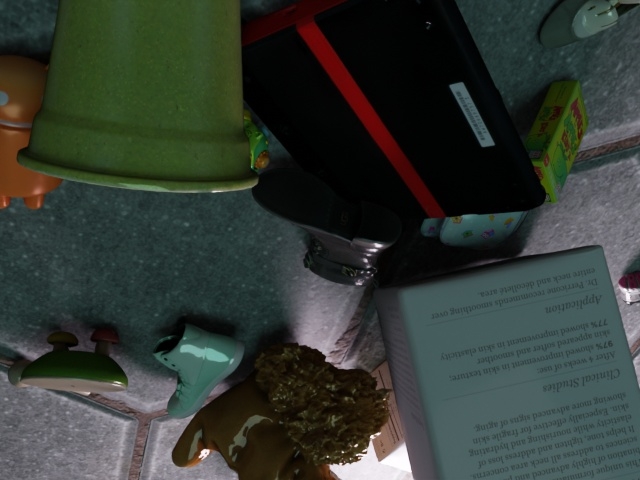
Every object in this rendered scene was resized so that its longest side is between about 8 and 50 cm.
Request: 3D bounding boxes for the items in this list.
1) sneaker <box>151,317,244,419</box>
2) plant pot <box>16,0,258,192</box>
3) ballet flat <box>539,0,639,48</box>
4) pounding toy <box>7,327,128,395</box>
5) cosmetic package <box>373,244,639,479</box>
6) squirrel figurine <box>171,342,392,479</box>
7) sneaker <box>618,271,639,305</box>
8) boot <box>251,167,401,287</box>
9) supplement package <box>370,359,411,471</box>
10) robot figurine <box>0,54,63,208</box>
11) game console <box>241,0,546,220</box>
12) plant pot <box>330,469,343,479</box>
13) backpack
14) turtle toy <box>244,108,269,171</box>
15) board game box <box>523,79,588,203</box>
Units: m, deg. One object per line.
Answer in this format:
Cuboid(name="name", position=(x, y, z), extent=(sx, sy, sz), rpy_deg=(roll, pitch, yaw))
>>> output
Cuboid(name="sneaker", position=(-0.280, 0.255, 1.120), extent=(0.151, 0.094, 0.256), rpy_deg=(29, 120, -22))
Cuboid(name="plant pot", position=(-0.194, -0.207, 0.648), extent=(0.276, 0.276, 0.254), rpy_deg=(4, 104, -16))
Cuboid(name="ballet flat", position=(0.420, -0.344, 0.798), extent=(0.213, 0.068, 0.072), rpy_deg=(-33, 128, 15))
Cuboid(name="pounding toy", position=(-0.465, 0.223, 1.059), extent=(0.183, 0.110, 0.237), rpy_deg=(22, 151, -40))
Cuboid(name="cosmetic package", position=(0.303, 0.240, 0.968), extent=(0.329, 0.327, 0.394), rpy_deg=(-11, 85, -3))
Cuboid(name="squirrel figurine", position=(-0.035, 0.419, 1.102), extent=(0.281, 0.370, 0.397), rpy_deg=(16, 111, -48))
Cuboid(name="sneaker", position=(0.746, 0.103, 1.241), extent=(0.170, 0.063, 0.075), rpy_deg=(-12, 130, 4))
Cuboid(name="boot", position=(0.000, 0.000, 0.942), extent=(0.263, 0.091, 0.229), rpy_deg=(23, 153, 0))
Cuboid(name="supplement package", position=(0.241, 0.412, 1.285), extent=(0.262, 0.204, 0.145), rpy_deg=(30, 115, -31))
Cuboid(name="robot figurine", position=(-0.402, -0.145, 0.737), extent=(0.158, 0.128, 0.219), rpy_deg=(23, 123, 0))
Cuboid(name="game console", position=(0.083, -0.160, 0.761), extent=(0.342, 0.060, 0.386), rpy_deg=(-4, 142, 40))
Cuboid(name="plant pot", position=(-0.045, 0.660, 1.485), extent=(0.237, 0.110, 0.237), rpy_deg=(-6, 129, -8))
Cuboid(name="backpack", position=(0.267, -0.071, 0.943), extent=(0.188, 0.144, 0.166), rpy_deg=(4, 123, -23))
Cuboid(name="turtle toy", position=(-0.118, -0.129, 0.840), extent=(0.066, 0.095, 0.130), rpy_deg=(13, 154, -34))
Cuboid(name="board game box", position=(0.368, -0.156, 0.881), extent=(0.043, 0.181, 0.092), rpy_deg=(7, 146, 42))
